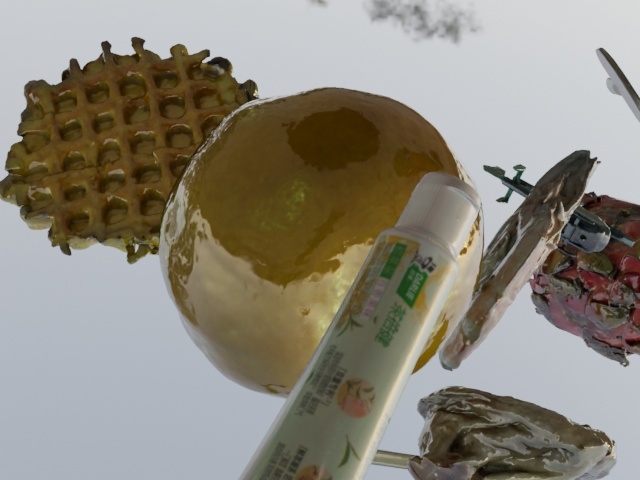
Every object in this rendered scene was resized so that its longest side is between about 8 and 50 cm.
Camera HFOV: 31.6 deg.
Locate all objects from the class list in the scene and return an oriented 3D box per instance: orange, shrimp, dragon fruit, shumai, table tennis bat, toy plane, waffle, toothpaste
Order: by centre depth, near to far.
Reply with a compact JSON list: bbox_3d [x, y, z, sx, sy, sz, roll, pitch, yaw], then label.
[{"bbox_3d":[0.007,0.098,0.613,0.056,0.314,0.058,39,159,-24],"label":"toothpaste"},{"bbox_3d":[0.000,0.000,0.957,0.279,0.279,0.235,-9,-144,-29],"label":"orange"},{"bbox_3d":[0.171,0.215,1.061,0.201,0.201,0.120,14,-111,13],"label":"shumai"},{"bbox_3d":[0.220,0.009,1.218,0.062,0.164,0.316,37,-109,1],"label":"shrimp"},{"bbox_3d":[-0.198,-0.097,1.271,0.329,0.062,0.329,-1,-120,2],"label":"waffle"},{"bbox_3d":[0.322,-0.047,1.576,0.235,0.060,0.096,33,-149,21],"label":"toy plane"},{"bbox_3d":[0.436,-0.221,1.634,0.022,0.138,0.246,-33,-176,12],"label":"table tennis bat"},{"bbox_3d":[0.488,0.050,1.782,0.291,0.250,0.269,1,-130,54],"label":"dragon fruit"}]

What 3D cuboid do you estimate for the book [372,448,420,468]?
[{"bbox_3d":[0.192,0.307,1.519,0.269,0.025,0.191,-3,164,44],"label":"book"}]
